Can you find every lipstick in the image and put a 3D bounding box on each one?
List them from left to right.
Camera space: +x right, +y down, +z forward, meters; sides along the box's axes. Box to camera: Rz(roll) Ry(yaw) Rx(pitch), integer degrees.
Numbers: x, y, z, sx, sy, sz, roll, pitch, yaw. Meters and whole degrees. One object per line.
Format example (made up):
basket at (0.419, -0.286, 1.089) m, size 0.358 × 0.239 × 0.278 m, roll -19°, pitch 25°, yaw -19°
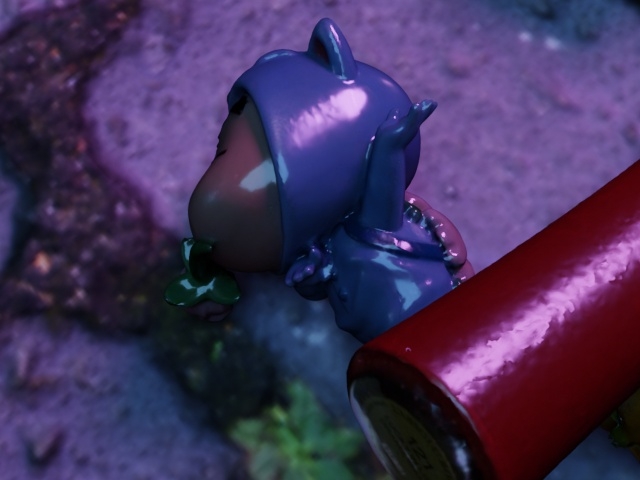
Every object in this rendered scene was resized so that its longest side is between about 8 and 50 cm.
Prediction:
lipstick at (0.120, 0.017, 0.379) m, size 0.241 × 0.080 × 0.080 m, roll -31°, pitch 70°, yaw -26°

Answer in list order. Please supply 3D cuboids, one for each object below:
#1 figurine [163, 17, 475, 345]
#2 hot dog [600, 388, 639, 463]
figurine at (-0.003, 0.003, 0.426) m, size 0.145 × 0.114 × 0.178 m, roll -30°, pitch 80°, yaw -2°
hot dog at (0.210, 0.053, 0.402) m, size 0.188 × 0.072 × 0.055 m, roll -14°, pitch 49°, yaw 1°
